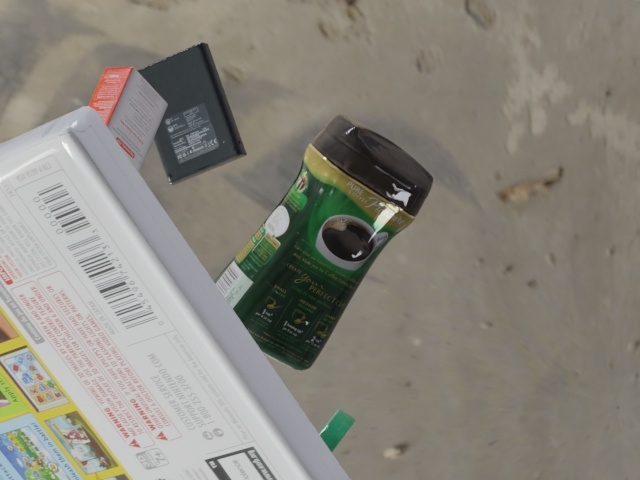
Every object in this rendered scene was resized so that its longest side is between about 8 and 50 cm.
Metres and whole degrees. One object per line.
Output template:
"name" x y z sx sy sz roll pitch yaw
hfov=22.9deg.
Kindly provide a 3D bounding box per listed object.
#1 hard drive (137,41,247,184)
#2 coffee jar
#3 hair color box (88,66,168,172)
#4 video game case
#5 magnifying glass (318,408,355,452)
"hard drive" -0.147 -0.141 1.761 0.094 0.022 0.135 -21 84 17
"coffee jar" 0.000 0.000 1.192 0.096 0.079 0.184 32 98 -27
"hair color box" -0.216 -0.104 1.653 0.043 0.072 0.141 1 58 34
"video game case" -0.113 0.071 0.675 0.206 0.026 0.227 -20 115 31
"magnifying glass" -0.030 0.219 1.372 0.026 0.231 0.092 37 123 3
